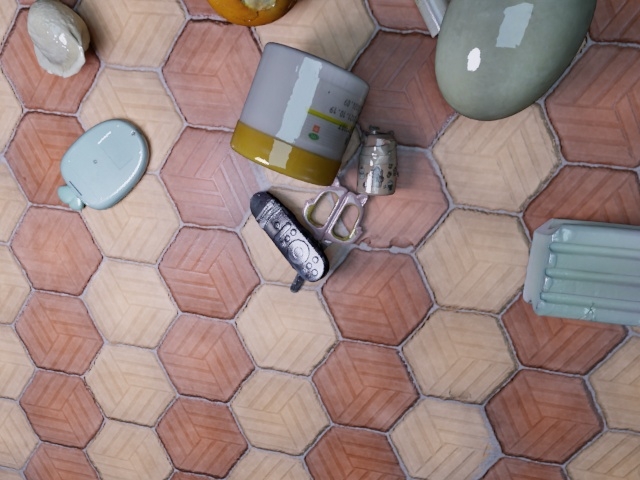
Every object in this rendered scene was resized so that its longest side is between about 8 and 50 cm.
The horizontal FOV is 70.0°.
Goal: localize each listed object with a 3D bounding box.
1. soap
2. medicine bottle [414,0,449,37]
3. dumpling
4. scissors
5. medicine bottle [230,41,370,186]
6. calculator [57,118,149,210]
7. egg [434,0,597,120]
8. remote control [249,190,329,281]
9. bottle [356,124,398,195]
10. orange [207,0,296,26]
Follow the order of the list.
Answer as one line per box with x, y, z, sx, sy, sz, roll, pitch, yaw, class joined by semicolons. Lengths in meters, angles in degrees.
0.646;0.070;0.986;0.348;0.115;0.208;6;104;8;soap
0.210;-0.545;0.957;0.059;0.059;0.230;-26;97;14;medicine bottle
-0.625;-0.476;1.083;0.216;0.126;0.166;39;121;-3;dumpling
0.000;0.000;1.128;0.160;0.024;0.317;30;108;0;scissors
-0.042;-0.261;0.968;0.238;0.238;0.231;24;104;4;medicine bottle
-0.565;-0.184;1.171;0.295;0.042;0.184;-38;93;14;calculator
0.359;-0.400;0.860;0.259;0.258;0.351;26;102;3;egg
-0.072;-0.013;1.106;0.090;0.066;0.265;-43;77;17;remote control
0.132;-0.181;1.029;0.099;0.099;0.152;5;104;8;bottle
-0.142;-0.564;0.928;0.240;0.240;0.239;2;102;9;orange
